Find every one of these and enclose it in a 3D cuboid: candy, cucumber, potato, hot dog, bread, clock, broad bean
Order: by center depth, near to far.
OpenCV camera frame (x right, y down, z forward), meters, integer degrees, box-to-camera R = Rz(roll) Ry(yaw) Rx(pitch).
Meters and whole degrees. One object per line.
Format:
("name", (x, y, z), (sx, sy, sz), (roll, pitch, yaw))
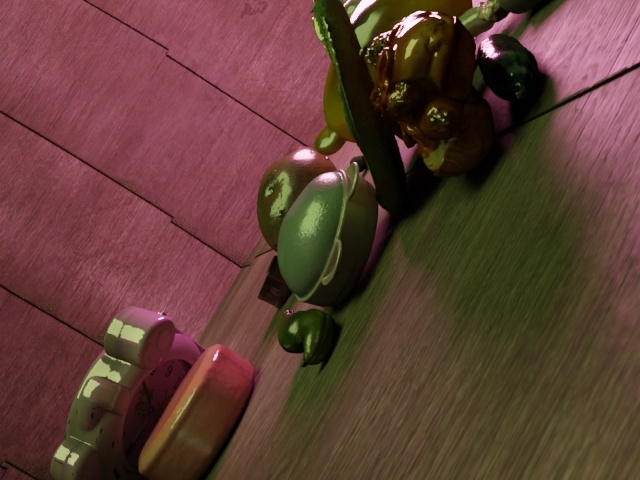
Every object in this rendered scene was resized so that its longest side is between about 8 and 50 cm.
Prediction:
("cucumber", (0.191, -0.182, 0.935), (0.056, 0.056, 0.250), (-56, 7, 19))
("hot dog", (0.110, -0.169, 0.987), (0.117, 0.158, 0.349), (-14, 16, 8))
("bread", (0.049, -0.181, 1.121), (0.045, 0.301, 0.301), (-20, 15, 8))
("broad bean", (-0.020, 0.115, 1.138), (0.070, 0.048, 0.213), (-58, 10, -3))
("candy", (-0.202, 0.290, 1.459), (0.255, 0.094, 0.255), (-57, 7, 11))
("clock", (-0.315, 0.302, 1.588), (0.322, 0.113, 0.295), (-65, -32, -17))
("potato", (-0.041, -0.073, 1.709), (0.178, 0.160, 0.235), (96, -172, -55))

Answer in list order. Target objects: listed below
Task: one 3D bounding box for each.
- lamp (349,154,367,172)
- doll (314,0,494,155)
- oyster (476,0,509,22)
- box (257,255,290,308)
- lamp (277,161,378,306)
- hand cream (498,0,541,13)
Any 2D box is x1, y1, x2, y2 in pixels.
("lamp", (0.099, -0.183, 1.685), (0.121, 0.041, 0.054), (-63, 16, -17))
("doll", (0.139, -0.346, 1.349), (0.423, 0.161, 0.348), (-34, 44, 31))
("oyster", (0.271, -0.358, 1.122), (0.061, 0.106, 0.200), (-89, 9, -51))
("box", (-0.078, 0.078, 1.686), (0.084, 0.060, 0.063), (-74, 9, -64))
("lamp", (-0.003, -0.001, 1.193), (0.246, 0.108, 0.179), (134, 154, -71))
("hand cream", (0.262, -0.311, 1.038), (0.087, 0.054, 0.186), (-64, 15, -15))
